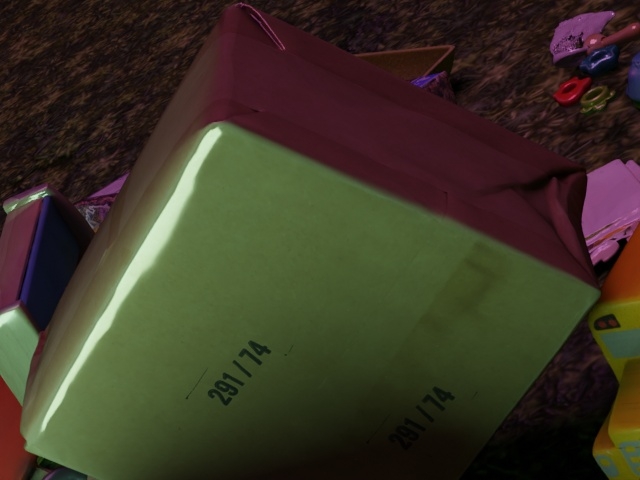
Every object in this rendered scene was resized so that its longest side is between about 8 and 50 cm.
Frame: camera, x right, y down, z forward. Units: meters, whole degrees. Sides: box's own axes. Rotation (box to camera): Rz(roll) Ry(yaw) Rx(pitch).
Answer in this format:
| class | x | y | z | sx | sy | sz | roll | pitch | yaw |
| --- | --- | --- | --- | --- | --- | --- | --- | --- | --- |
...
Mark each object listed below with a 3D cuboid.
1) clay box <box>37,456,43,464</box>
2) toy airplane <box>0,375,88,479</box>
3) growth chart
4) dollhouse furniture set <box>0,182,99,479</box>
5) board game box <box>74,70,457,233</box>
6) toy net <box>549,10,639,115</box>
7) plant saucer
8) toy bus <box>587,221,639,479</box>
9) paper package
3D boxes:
| class | x | y | z | sx | sy | sz | roll | pitch | yaw |
| --- | --- | --- | --- | --- | --- | --- | --- | --- | --- |
| clay box | -0.349 | 0.222 | 1.934 | 0.222 | 0.053 | 0.127 | -12 | 31 | 37 |
| toy airplane | -0.401 | 0.255 | 1.650 | 0.386 | 0.272 | 0.384 | -40 | 8 | 26 |
| growth chart | 0.217 | -0.009 | 1.723 | 0.237 | 0.021 | 0.172 | -27 | 24 | 12 |
| dollhouse furniture set | -0.087 | 0.051 | 1.631 | 0.303 | 0.286 | 0.198 | -22 | 29 | 14 |
| board game box | -0.033 | -0.031 | 1.827 | 0.291 | 0.141 | 0.232 | -9 | 18 | 36 |
| toy net | 0.273 | -0.166 | 1.940 | 0.122 | 0.045 | 0.232 | -35 | 22 | -2 |
| plant saucer | 0.042 | -0.136 | 2.159 | 0.188 | 0.045 | 0.188 | -46 | 26 | -28 |
| toy bus | 0.290 | 0.030 | 1.420 | 0.108 | 0.130 | 0.333 | -10 | 32 | 41 |
| paper package | -0.008 | 0.048 | 1.408 | 0.325 | 0.309 | 0.168 | -58 | 15 | 30 |
